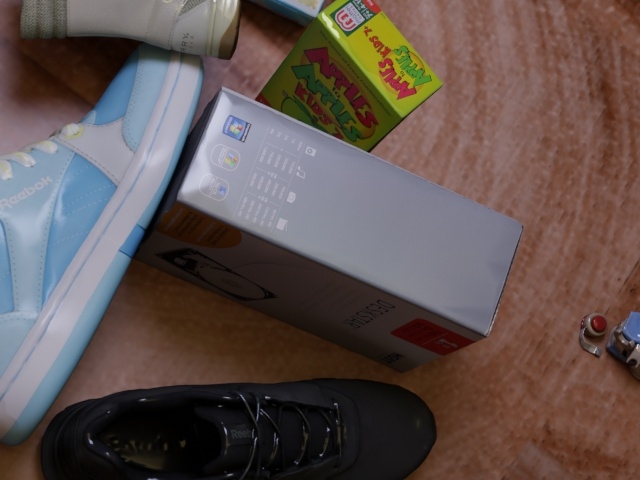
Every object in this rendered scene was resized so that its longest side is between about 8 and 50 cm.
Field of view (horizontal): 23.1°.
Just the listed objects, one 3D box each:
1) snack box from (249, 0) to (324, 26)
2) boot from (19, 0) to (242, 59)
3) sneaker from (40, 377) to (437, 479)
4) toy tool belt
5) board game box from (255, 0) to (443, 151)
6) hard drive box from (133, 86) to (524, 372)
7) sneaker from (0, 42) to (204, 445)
[{"bbox_3d":[-0.026,-0.352,1.222,0.187,0.060,0.322,25,87,-9],"label":"snack box"},{"bbox_3d":[-0.134,-0.237,1.123,0.165,0.077,0.213,4,74,-5],"label":"boot"},{"bbox_3d":[-0.046,0.146,1.101,0.286,0.130,0.109,-5,77,-19],"label":"sneaker"},{"bbox_3d":[0.253,0.078,1.245,0.083,0.051,0.052,29,70,-8],"label":"toy tool belt"},{"bbox_3d":[0.016,-0.109,1.152,0.043,0.181,0.092,-39,90,-21],"label":"board game box"},{"bbox_3d":[0.000,0.000,1.122,0.232,0.181,0.089,23,72,-9],"label":"hard drive box"},{"bbox_3d":[-0.224,-0.040,1.096,0.208,0.127,0.319,28,70,-10],"label":"sneaker"}]
